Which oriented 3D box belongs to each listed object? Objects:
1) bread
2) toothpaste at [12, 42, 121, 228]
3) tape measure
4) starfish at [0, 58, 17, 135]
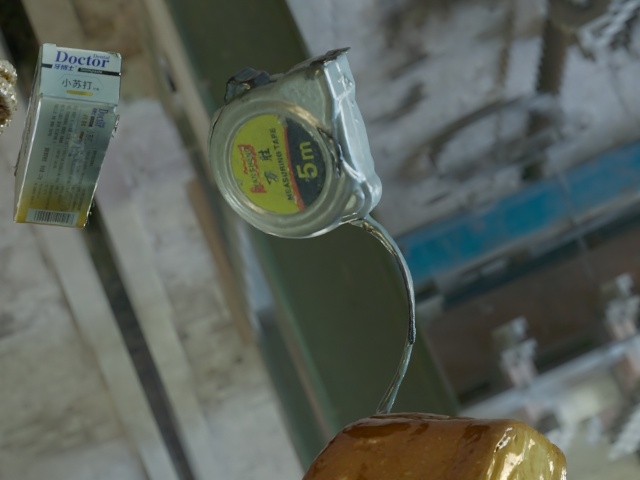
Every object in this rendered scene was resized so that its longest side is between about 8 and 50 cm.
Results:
[{"bbox_3d":[0.062,0.225,1.490,0.210,0.235,0.099,0,133,36],"label":"bread"},{"bbox_3d":[-0.269,-0.102,2.070,0.089,0.071,0.313,6,156,-11],"label":"toothpaste"},{"bbox_3d":[0.001,0.000,1.762,0.164,0.330,0.084,-5,-163,32],"label":"tape measure"},{"bbox_3d":[-0.372,-0.066,1.639,0.303,0.113,0.312,-42,-165,-11],"label":"starfish"}]
